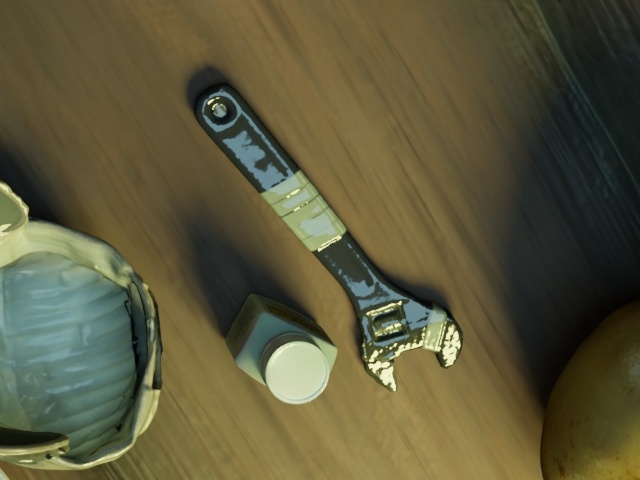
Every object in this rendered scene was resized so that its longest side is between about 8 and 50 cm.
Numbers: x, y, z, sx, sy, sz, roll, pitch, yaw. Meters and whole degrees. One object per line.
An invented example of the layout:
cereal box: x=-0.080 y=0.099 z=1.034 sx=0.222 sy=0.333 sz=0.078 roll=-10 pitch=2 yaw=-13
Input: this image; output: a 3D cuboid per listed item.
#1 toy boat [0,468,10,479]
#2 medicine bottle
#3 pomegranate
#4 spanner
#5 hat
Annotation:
toy boat: x=-0.327 y=0.229 z=1.359 sx=0.199 sy=0.100 sz=0.290 roll=-25 pitch=106 yaw=-6
medicine bottle: x=-0.029 y=0.090 z=1.380 sx=0.074 sy=0.118 sz=0.055 roll=29 pitch=96 yaw=-14
pomegranate: x=0.325 y=0.178 z=1.363 sx=0.319 sy=0.319 sz=0.319 roll=-2 pitch=102 yaw=-11
spanner: x=0.000 y=0.000 z=1.418 sx=0.087 sy=0.024 sz=0.316 roll=-39 pitch=107 yaw=4
hat: x=-0.251 y=0.081 z=1.283 sx=0.275 sy=0.161 sz=0.232 roll=6 pitch=57 yaw=-42
